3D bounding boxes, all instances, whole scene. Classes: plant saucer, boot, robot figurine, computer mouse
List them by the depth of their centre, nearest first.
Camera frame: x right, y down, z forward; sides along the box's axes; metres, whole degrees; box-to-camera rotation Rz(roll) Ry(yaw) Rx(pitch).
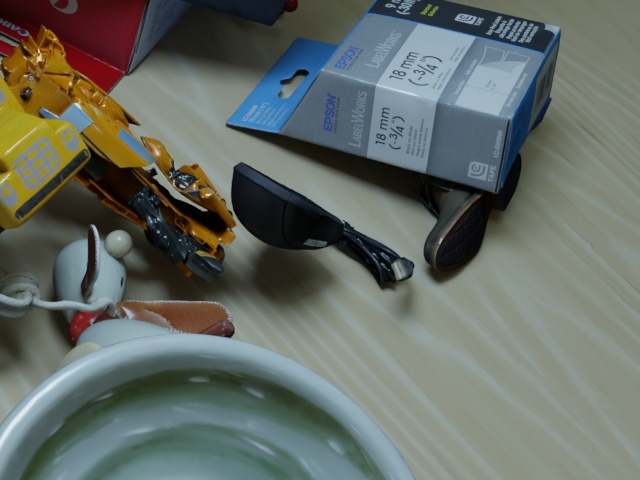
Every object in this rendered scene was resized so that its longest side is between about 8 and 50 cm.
[{"bbox_3d":[-0.093,0.272,1.151,0.400,0.100,0.400,13,60,-23],"label":"plant saucer"},{"bbox_3d":[-0.190,-0.077,1.482,0.291,0.085,0.211,43,4,-23],"label":"robot figurine"},{"bbox_3d":[0.000,0.000,1.545,0.184,0.060,0.262,32,2,13],"label":"computer mouse"},{"bbox_3d":[0.142,-0.040,1.728,0.106,0.082,0.219,15,38,25],"label":"boot"}]

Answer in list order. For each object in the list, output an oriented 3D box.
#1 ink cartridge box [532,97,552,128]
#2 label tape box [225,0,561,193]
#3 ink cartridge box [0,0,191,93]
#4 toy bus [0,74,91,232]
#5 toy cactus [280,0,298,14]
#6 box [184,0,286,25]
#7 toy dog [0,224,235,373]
[{"bbox_3d":[0.182,-0.202,1.927,0.207,0.046,0.097,36,43,16],"label":"ink cartridge box"},{"bbox_3d":[0.088,-0.195,1.772,0.334,0.106,0.240,15,37,14],"label":"label tape box"},{"bbox_3d":[-0.322,-0.337,1.792,0.309,0.130,0.272,25,40,3],"label":"ink cartridge box"},{"bbox_3d":[-0.361,-0.094,1.392,0.333,0.130,0.108,7,44,46],"label":"toy bus"},{"bbox_3d":[-0.120,-0.370,1.944,0.180,0.112,0.219,0,51,-18],"label":"toy cactus"},{"bbox_3d":[-0.174,-0.541,1.591,0.480,0.472,0.297,13,46,-25],"label":"box"},{"bbox_3d":[-0.160,0.071,1.334,0.220,0.161,0.333,26,20,-53],"label":"toy dog"}]
